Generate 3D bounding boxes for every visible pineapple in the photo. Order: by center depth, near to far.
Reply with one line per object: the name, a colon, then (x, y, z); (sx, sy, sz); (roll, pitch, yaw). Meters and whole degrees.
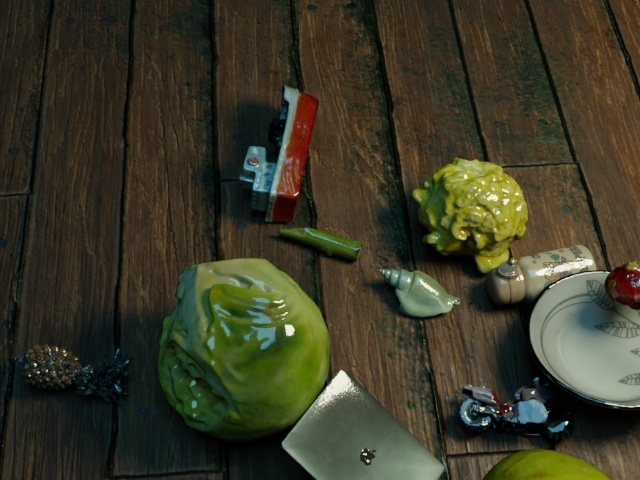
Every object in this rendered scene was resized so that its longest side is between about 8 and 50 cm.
pineapple: (-0.463, 0.239, 1.832); (0.221, 0.083, 0.103); (10, 56, 3)

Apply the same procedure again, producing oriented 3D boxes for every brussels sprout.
brussels sprout: (-0.139, 0.189, 1.751); (0.344, 0.268, 0.344); (2, 78, -10)

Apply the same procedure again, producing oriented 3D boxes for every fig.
fig: (0.402, 0.481, 1.586); (0.326, 0.258, 0.258); (17, 55, -8)

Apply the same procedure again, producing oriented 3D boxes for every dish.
dish: (0.540, 0.207, 1.850); (0.317, 0.106, 0.316); (0, 50, 0)

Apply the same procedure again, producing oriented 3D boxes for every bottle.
bottle: (0.435, 0.070, 1.947); (0.209, 0.110, 0.097); (-12, 44, -10)

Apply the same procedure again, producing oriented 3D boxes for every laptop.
laptop: (0.078, 0.379, 1.715); (0.269, 0.015, 0.187); (44, 62, -5)

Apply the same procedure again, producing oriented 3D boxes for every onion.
onion: (0.586, 0.084, 1.827); (0.107, 0.107, 0.097); (-15, 99, -11)

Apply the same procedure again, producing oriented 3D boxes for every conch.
conch: (0.189, 0.101, 1.950); (0.180, 0.065, 0.088); (25, 56, 5)

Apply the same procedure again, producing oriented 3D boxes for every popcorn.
popcorn: (0.301, -0.050, 1.988); (0.235, 0.216, 0.181); (0, 28, 6)

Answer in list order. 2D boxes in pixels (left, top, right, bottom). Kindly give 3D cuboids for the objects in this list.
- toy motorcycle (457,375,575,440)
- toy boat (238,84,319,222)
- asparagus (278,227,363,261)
toy motorcycle: (0.361, 0.300, 1.802); (0.213, 0.082, 0.122); (6, 56, 2)
toy boat: (-0.090, -0.204, 2.108); (0.133, 0.145, 0.331); (12, 59, 0)
asparagus: (0.000, 0.000, 2.033); (0.178, 0.045, 0.041); (18, 24, 12)
